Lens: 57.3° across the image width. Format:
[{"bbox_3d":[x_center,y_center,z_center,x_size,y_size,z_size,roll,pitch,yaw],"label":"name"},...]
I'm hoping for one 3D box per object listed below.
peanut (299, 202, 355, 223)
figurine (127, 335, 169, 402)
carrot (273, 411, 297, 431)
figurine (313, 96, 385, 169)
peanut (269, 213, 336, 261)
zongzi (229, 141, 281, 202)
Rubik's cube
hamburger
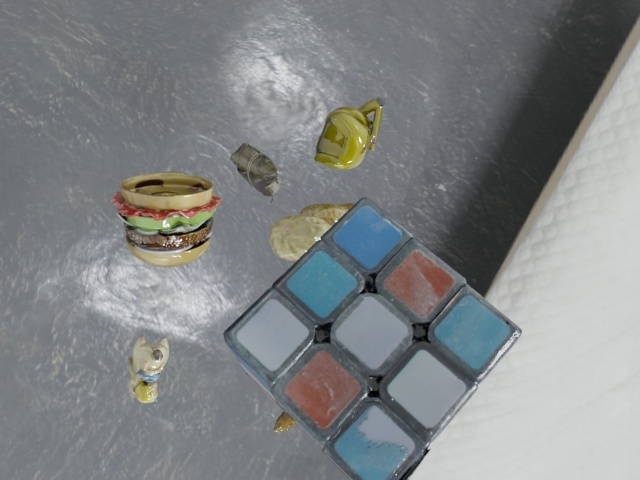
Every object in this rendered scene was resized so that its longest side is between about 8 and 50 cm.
[{"bbox_3d":[0.043,-0.063,1.730,0.225,0.108,0.095,-3,94,-23],"label":"peanut"},{"bbox_3d":[-0.204,0.157,0.693,0.047,0.050,0.083,7,110,-22],"label":"figurine"},{"bbox_3d":[0.013,0.345,1.385,0.314,0.066,0.066,-40,120,-17],"label":"carrot"},{"bbox_3d":[0.090,-0.319,1.729,0.169,0.327,0.218,26,115,-4],"label":"figurine"},{"bbox_3d":[0.000,0.000,1.428,0.256,0.123,0.124,7,106,-27],"label":"peanut"},{"bbox_3d":[-0.130,-0.157,1.548,0.084,0.184,0.187,-51,141,-8],"label":"zongzi"},{"bbox_3d":[0.083,0.199,1.034,0.363,0.358,0.362,-47,161,-13],"label":"Rubik's cube"},{"bbox_3d":[-0.246,-0.030,0.957,0.175,0.175,0.137,-7,114,-21],"label":"hamburger"}]
